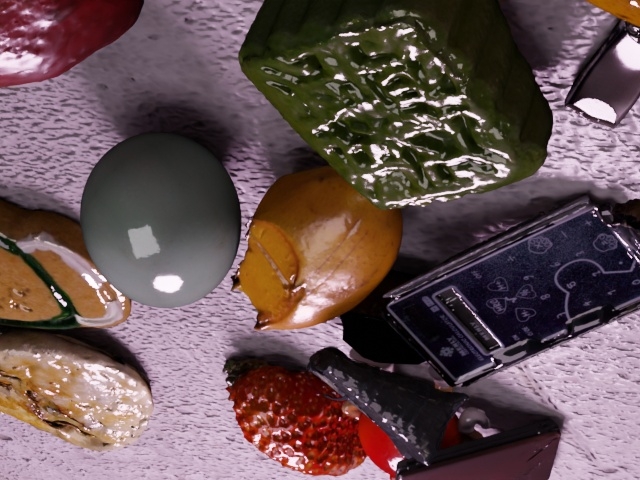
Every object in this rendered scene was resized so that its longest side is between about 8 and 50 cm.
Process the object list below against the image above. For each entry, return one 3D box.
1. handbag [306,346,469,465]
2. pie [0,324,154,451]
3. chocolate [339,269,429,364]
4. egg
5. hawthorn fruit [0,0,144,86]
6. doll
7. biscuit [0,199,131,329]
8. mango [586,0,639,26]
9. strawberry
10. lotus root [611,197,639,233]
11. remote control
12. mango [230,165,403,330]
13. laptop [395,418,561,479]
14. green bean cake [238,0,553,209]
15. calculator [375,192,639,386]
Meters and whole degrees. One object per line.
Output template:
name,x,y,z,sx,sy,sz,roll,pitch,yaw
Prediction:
handbag,0.063,0.173,1.873,0.175,0.089,0.270,29,174,-1
pie,-0.391,0.196,2.308,0.339,0.077,0.339,13,153,7
chocolate,0.079,0.076,1.844,0.125,0.080,0.148,28,157,-22
egg,-0.166,-0.019,1.754,0.168,0.168,0.231,14,153,10
hawthorn fruit,-0.267,-0.242,1.373,0.265,0.265,0.307,9,152,18
doll,0.118,0.220,2.053,0.183,0.085,0.217,8,130,14
biscuit,-0.410,0.022,2.069,0.343,0.057,0.287,3,145,26
mango,0.265,-0.228,1.189,0.290,0.160,0.191,12,157,22
strawberry,-0.033,0.246,2.152,0.236,0.107,0.175,27,149,-11
lotus root,0.412,-0.042,1.450,0.329,0.078,0.167,1,-178,36
remote control,0.267,-0.161,1.410,0.059,0.028,0.212,21,149,-3
mango,0.000,0.000,1.731,0.154,0.126,0.252,35,140,-6
laptop,0.190,0.286,2.061,0.207,0.026,0.154,-14,150,-7
green bean cake,0.075,-0.139,1.465,0.222,0.125,0.248,-11,137,41
calculator,0.208,0.055,1.708,0.274,0.028,0.166,-27,128,25
